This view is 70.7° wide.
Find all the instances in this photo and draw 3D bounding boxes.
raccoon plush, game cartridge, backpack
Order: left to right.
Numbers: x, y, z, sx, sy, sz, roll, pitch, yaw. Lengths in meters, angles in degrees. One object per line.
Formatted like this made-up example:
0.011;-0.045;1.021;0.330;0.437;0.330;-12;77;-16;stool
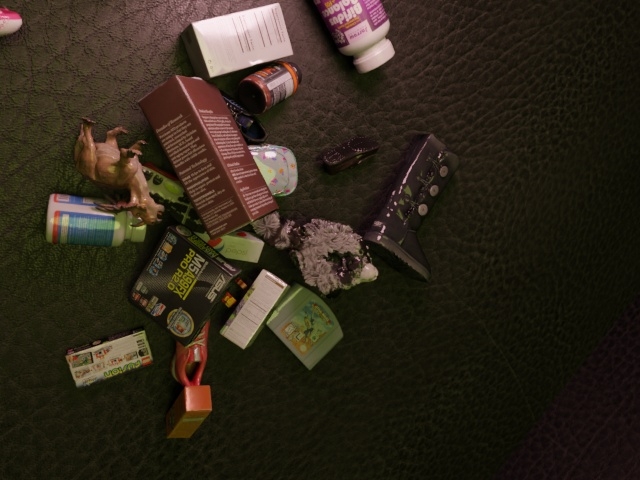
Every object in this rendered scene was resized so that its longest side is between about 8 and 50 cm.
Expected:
-0.159;-0.200;1.319;0.189;0.144;0.165;-12;102;-30;backpack
-0.052;0.288;1.548;0.198;0.062;0.297;-42;118;-8;game cartridge
0.000;0.000;1.474;0.446;0.299;0.216;45;96;3;raccoon plush

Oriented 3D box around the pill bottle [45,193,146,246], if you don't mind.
-0.567;-0.046;1.149;0.222;0.124;0.124;5;100;-28;pill bottle

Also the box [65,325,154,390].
-0.593;0.331;1.278;0.207;0.036;0.113;-16;109;-24;box

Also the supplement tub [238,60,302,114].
-0.134;-0.438;1.269;0.198;0.106;0.106;-47;122;-40;supplement tub

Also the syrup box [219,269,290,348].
-0.200;0.212;1.407;0.096;0.093;0.236;33;85;7;syrup box

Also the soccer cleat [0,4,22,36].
-0.811;-0.430;0.945;0.332;0.116;0.143;-8;122;-24;soccer cleat

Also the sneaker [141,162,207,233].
-0.377;-0.125;1.230;0.279;0.118;0.107;36;109;-21;sneaker

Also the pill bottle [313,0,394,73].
0.099;-0.659;1.324;0.169;0.169;0.301;-41;117;-13;pill bottle

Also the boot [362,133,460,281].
0.373;-0.109;1.638;0.367;0.146;0.444;39;73;-42;boot

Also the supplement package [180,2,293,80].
-0.222;-0.525;1.204;0.244;0.139;0.133;-26;113;-22;supplement package

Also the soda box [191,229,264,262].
-0.283;0.006;1.337;0.216;0.069;0.073;12;109;-29;soda box

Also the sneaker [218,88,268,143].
-0.243;-0.355;1.263;0.232;0.090;0.081;33;86;-30;sneaker

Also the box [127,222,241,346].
-0.371;0.120;1.214;0.216;0.060;0.270;38;110;5;box

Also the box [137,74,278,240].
-0.274;-0.208;1.148;0.143;0.191;0.381;-23;96;19;box

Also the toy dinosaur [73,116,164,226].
-0.513;-0.167;1.088;0.296;0.127;0.200;32;106;8;toy dinosaur

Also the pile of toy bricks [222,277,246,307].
-0.300;0.114;1.340;0.118;0.105;0.212;-45;118;-12;pile of toy bricks

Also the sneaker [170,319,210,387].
-0.369;0.295;1.331;0.116;0.136;0.313;0;102;-29;sneaker

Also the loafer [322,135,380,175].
0.098;-0.277;1.483;0.220;0.080;0.078;-24;145;-22;loafer

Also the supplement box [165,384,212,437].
-0.393;0.510;1.333;0.080;0.078;0.233;6;138;-29;supplement box
